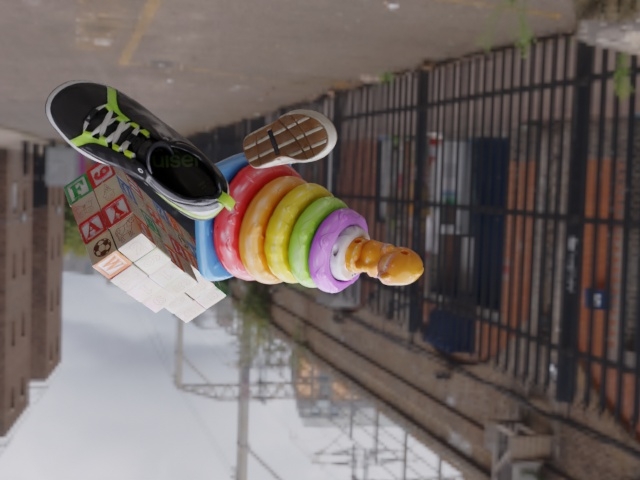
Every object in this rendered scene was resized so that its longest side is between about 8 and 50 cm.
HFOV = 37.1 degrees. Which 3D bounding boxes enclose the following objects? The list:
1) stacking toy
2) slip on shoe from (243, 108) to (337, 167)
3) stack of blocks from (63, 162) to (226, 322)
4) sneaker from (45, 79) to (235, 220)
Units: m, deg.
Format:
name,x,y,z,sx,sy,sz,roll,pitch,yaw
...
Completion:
name,x,y,z,sx,sy,sz,roll,pitch,yaw
stacking toy,0.000,0.000,1.176,0.302,0.165,0.175,19,-149,35
slip on shoe,-0.023,-0.098,0.924,0.041,0.051,0.135,-19,-177,-36
stack of blocks,-0.266,0.022,1.510,0.087,0.171,0.297,-34,145,4
sneaker,-0.190,-0.107,1.040,0.235,0.084,0.097,32,169,-6
